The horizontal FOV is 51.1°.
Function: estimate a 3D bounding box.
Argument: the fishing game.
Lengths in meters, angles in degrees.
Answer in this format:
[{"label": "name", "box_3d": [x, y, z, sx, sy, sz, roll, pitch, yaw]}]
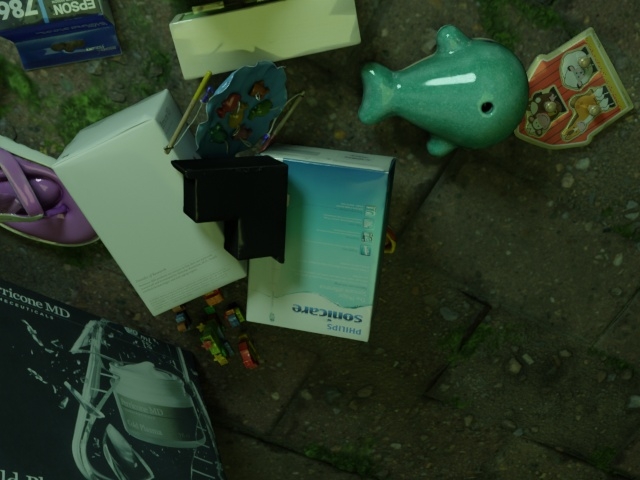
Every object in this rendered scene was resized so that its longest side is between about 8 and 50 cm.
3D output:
[{"label": "fishing game", "box_3d": [-0.111, -0.188, 1.016, 0.041, 0.264, 0.189, 43, 110, 18]}]

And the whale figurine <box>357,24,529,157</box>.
[{"label": "whale figurine", "box_3d": [0.199, -0.229, 1.068, 0.272, 0.141, 0.216, 0, 117, -5]}]

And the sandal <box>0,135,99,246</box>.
[{"label": "sandal", "box_3d": [-0.539, -0.094, 1.067, 0.416, 0.102, 0.169, 35, 119, -28]}]

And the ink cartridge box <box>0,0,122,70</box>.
[{"label": "ink cartridge box", "box_3d": [-0.414, -0.415, 0.964, 0.166, 0.065, 0.332, -11, 118, 0]}]

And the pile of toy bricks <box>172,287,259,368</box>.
[{"label": "pile of toy bricks", "box_3d": [-0.200, 0.173, 1.250, 0.118, 0.105, 0.212, -23, 116, 6]}]

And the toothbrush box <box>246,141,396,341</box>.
[{"label": "toothbrush box", "box_3d": [0.000, 0.000, 1.126, 0.217, 0.126, 0.295, 8, 108, 10]}]

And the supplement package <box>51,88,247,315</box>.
[{"label": "supplement package", "box_3d": [-0.259, -0.062, 1.088, 0.175, 0.177, 0.293, -24, 117, 7]}]

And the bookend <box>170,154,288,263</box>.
[{"label": "bookend", "box_3d": [-0.134, -0.040, 0.994, 0.156, 0.072, 0.157, -8, 111, -28]}]

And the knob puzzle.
[{"label": "knob puzzle", "box_3d": [0.420, -0.236, 1.148, 0.213, 0.030, 0.213, -2, 117, -4]}]

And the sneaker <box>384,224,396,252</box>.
[{"label": "sneaker", "box_3d": [0.051, -0.002, 1.209, 0.175, 0.067, 0.064, -5, 118, -1]}]

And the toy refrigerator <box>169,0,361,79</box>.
[{"label": "toy refrigerator", "box_3d": [-0.083, -0.326, 1.017, 0.270, 0.102, 0.094, -12, 117, 1]}]

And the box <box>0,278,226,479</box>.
[{"label": "box", "box_3d": [-0.419, 0.365, 1.051, 0.297, 0.471, 0.480, -45, 133, 14]}]
